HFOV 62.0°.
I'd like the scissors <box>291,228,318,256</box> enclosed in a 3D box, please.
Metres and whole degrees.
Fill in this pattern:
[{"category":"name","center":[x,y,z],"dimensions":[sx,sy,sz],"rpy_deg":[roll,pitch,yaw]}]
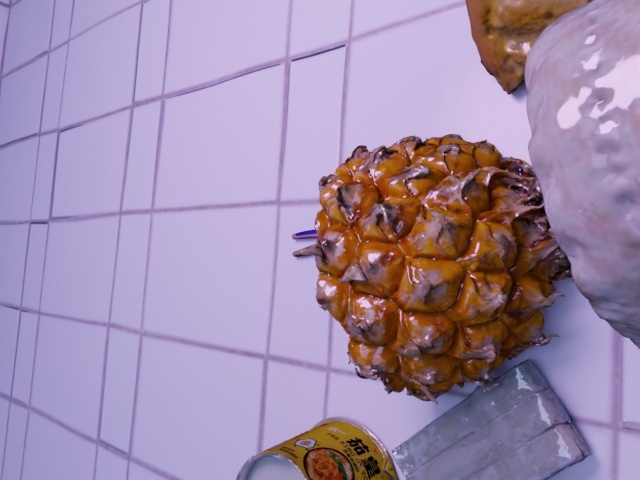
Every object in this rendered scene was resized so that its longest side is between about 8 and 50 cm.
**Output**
[{"category":"scissors","center":[0.000,0.000,0.798],"dimensions":[0.113,0.012,0.039],"rpy_deg":[-10,77,39]}]

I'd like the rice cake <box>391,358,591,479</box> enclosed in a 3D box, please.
[{"category":"rice cake","center":[0.182,0.235,0.593],"dimensions":[0.211,0.038,0.124],"rpy_deg":[-41,60,28]}]

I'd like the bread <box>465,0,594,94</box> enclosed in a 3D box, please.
[{"category":"bread","center":[0.230,-0.290,0.552],"dimensions":[0.174,0.133,0.251],"rpy_deg":[10,96,40]}]

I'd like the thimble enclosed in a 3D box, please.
[{"category":"thimble","center":[0.291,-0.054,0.383],"dimensions":[0.195,0.292,0.291],"rpy_deg":[-14,75,45]}]

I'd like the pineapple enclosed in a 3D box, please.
[{"category":"pineapple","center":[0.136,-0.014,0.556],"dimensions":[0.286,0.209,0.344],"rpy_deg":[-24,68,36]}]

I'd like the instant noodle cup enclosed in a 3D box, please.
[{"category":"instant noodle cup","center":[-0.011,0.327,0.675],"dimensions":[0.182,0.144,0.182],"rpy_deg":[-7,79,39]}]
